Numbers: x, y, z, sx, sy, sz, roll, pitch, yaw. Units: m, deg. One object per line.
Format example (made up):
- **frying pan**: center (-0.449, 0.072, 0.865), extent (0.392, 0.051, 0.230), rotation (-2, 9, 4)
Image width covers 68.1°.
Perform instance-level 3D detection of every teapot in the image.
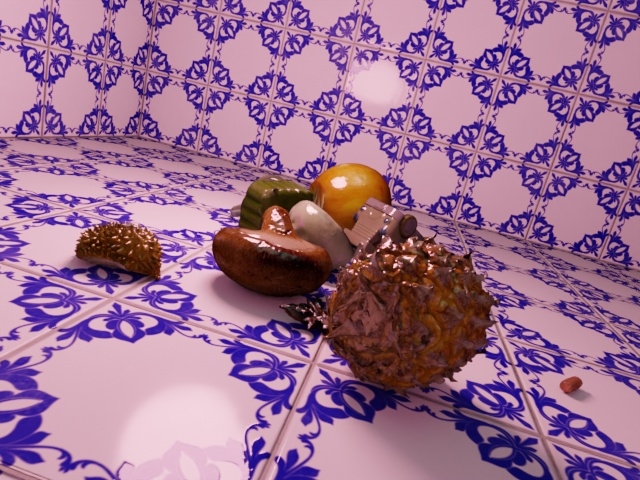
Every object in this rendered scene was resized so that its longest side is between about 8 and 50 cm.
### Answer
- **teapot**: center (-0.259, -0.153, 2.040), extent (0.270, 0.201, 0.337), rotation (-11, 17, 4)

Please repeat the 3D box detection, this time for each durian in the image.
- **durian**: center (-0.542, 0.011, 1.288), extent (0.249, 0.138, 0.183), rotation (8, 24, 0)

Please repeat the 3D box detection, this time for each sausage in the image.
- **sausage**: center (0.644, 0.369, 1.215), extent (0.083, 0.034, 0.034), rotation (2, 19, -42)

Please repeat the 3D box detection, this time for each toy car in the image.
- **toy car**: center (0.277, 0.012, 1.860), extent (0.336, 0.226, 0.242), rotation (44, -7, -37)

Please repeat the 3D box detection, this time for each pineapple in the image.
- **pineapple**: center (0.178, 0.150, 1.020), extent (0.300, 0.353, 0.352), rotation (3, 18, -47)

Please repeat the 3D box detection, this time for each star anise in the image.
- **star anise**: center (-0.032, 0.192, 1.221), extent (0.156, 0.054, 0.212), rotation (14, 17, -3)

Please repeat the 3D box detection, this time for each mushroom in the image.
- **mushroom**: center (-0.133, 0.054, 1.373), extent (0.344, 0.239, 0.345), rotation (-6, 24, 3)

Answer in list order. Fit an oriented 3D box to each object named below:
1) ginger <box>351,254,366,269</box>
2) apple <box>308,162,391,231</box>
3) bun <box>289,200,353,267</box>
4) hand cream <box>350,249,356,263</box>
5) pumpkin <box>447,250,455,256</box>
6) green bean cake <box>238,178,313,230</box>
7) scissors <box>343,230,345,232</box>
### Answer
- **ginger**: center (0.181, 0.098, 1.697), extent (0.162, 0.074, 0.103), rotation (25, 25, 29)
- **apple**: center (0.114, -0.152, 2.068), extent (0.374, 0.375, 0.384), rotation (8, -28, -20)
- **bun**: center (-0.025, 0.006, 1.635), extent (0.283, 0.179, 0.283), rotation (44, -11, 11)
- **hand cream**: center (0.129, 0.068, 1.838), extent (0.076, 0.047, 0.174), rotation (1, 29, -41)
- **pumpkin**: center (0.404, 0.116, 1.670), extent (0.232, 0.163, 0.233), rotation (11, 17, -3)
- **green bean cake**: center (-0.169, -0.095, 1.759), extent (0.249, 0.247, 0.156), rotation (-5, 24, -45)
- **scissors**: center (0.000, 0.000, 1.847), extent (0.024, 0.160, 0.317), rotation (-36, 25, -31)
